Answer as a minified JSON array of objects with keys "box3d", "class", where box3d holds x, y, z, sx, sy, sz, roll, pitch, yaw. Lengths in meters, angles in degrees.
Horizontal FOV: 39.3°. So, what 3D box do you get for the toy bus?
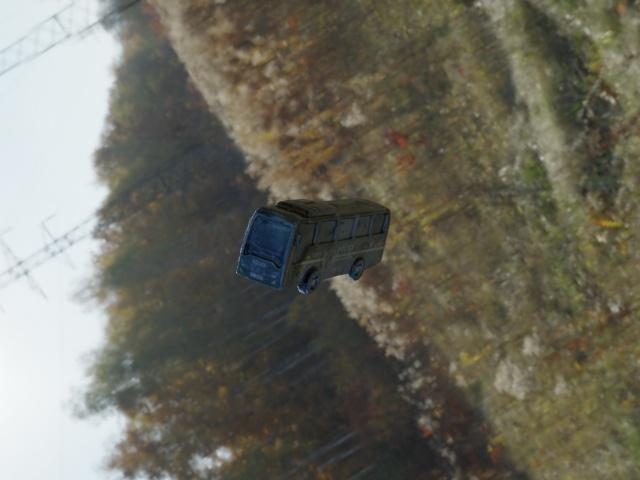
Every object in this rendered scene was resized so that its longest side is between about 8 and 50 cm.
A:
[{"box3d":[0.000,0.000,0.705,0.047,0.065,0.166,20,-166,26],"class":"toy bus"}]
